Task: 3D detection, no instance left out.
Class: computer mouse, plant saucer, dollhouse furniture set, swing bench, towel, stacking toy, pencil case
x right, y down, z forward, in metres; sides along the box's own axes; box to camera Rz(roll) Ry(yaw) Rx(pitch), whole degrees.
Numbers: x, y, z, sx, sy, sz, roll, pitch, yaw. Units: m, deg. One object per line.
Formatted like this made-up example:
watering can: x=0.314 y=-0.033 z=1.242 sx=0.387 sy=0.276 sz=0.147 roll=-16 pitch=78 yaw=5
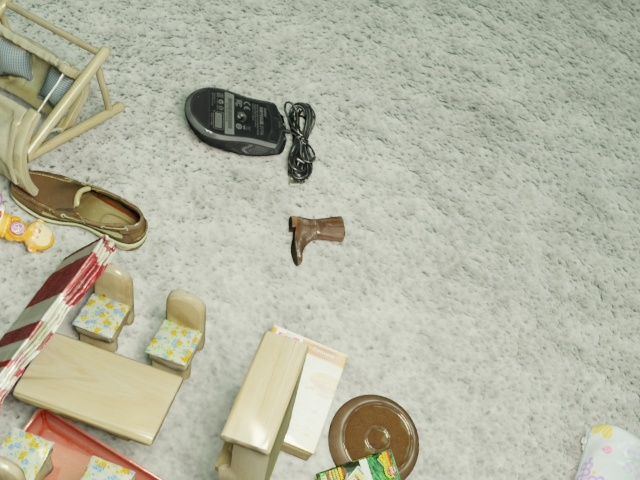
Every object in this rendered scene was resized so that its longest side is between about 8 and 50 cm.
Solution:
computer mouse: x=-0.144 y=-0.213 z=1.610 sx=0.272 sy=0.072 sz=0.188 roll=14 pitch=61 yaw=-22
plant saucer: x=0.098 y=0.350 z=1.437 sx=0.168 sy=0.029 sz=0.168 roll=6 pitch=66 yaw=-13
dollhouse furniture set: x=-0.243 y=0.225 z=1.198 sx=0.394 sy=0.256 sz=0.362 roll=19 pitch=50 yaw=4
swing bench: x=-0.529 y=-0.256 z=1.432 sx=0.253 sy=0.165 sz=0.254 roll=29 pitch=61 yaw=18
towel: x=-0.451 y=0.143 z=1.276 sx=0.037 sy=0.237 sz=0.329 roll=42 pitch=60 yaw=-20
plant saucer: x=-0.398 y=0.431 z=1.257 sx=0.259 sy=0.048 sz=0.258 roll=32 pitch=62 yaw=0
stacking toy: x=-0.598 y=-0.043 z=1.379 sx=0.302 sy=0.166 sz=0.175 roll=20 pitch=52 yaw=-22
pencil case: x=0.488 y=0.459 z=1.445 sx=0.124 sy=0.113 sz=0.273 roll=29 pitch=62 yaw=11

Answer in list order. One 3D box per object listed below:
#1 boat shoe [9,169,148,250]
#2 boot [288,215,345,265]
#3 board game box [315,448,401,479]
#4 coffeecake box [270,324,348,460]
boat shoe: x=-0.425 y=-0.072 z=1.450 sx=0.257 sy=0.095 sz=0.095 roll=20 pitch=63 yaw=-5
boot: x=0.000 y=0.000 z=1.568 sx=0.114 sy=0.037 sz=0.106 roll=3 pitch=68 yaw=-19
board game box: x=0.094 y=0.492 z=1.354 sx=0.136 sy=0.030 sz=0.259 roll=-14 pitch=78 yaw=-22
coffeecake box: x=-0.052 y=0.261 z=1.414 sx=0.142 sy=0.068 sz=0.185 roll=23 pitch=63 yaw=-2
